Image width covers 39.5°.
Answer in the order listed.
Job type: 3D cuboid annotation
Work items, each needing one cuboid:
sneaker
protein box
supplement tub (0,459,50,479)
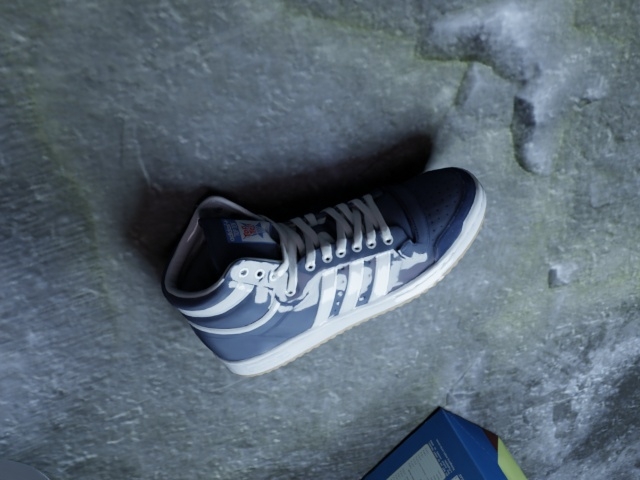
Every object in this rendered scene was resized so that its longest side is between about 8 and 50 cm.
[{"bbox_3d":[0.000,0.000,0.752,0.282,0.099,0.153,-33,136,6],"label":"sneaker"},{"bbox_3d":[0.151,0.349,1.045,0.201,0.199,0.136,-46,132,14],"label":"protein box"},{"bbox_3d":[-0.264,0.375,0.834,0.236,0.235,0.324,-24,134,-7],"label":"supplement tub"}]
